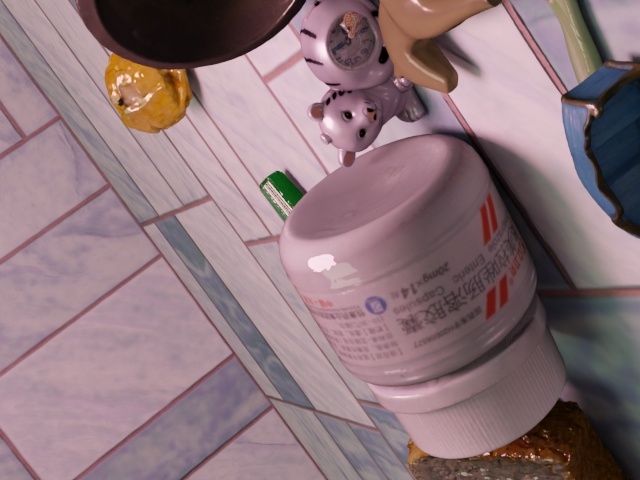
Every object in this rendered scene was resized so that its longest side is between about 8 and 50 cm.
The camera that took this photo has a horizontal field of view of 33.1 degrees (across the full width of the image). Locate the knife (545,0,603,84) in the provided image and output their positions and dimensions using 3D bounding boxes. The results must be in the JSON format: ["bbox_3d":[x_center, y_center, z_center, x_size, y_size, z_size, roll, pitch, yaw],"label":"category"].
[{"bbox_3d":[0.191,-0.198,0.868,0.043,0.020,0.293,26,148,58],"label":"knife"}]

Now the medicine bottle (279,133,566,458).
[{"bbox_3d":[0.121,0.064,1.194,0.306,0.245,0.245,59,162,-23],"label":"medicine bottle"}]

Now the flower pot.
[{"bbox_3d":[-0.146,-0.333,1.165,0.269,0.269,0.166,80,171,-57],"label":"flower pot"}]

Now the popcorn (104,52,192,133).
[{"bbox_3d":[-0.286,-0.262,1.795,0.148,0.152,0.167,14,127,7],"label":"popcorn"}]

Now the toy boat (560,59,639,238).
[{"bbox_3d":[0.259,-0.058,0.876,0.077,0.075,0.185,44,166,52],"label":"toy boat"}]

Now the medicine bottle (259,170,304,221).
[{"bbox_3d":[0.000,0.000,1.688,0.260,0.064,0.095,49,161,8],"label":"medicine bottle"}]

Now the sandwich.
[{"bbox_3d":[0.271,0.329,1.380,0.271,0.099,0.301,-13,126,40],"label":"sandwich"}]

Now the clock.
[{"bbox_3d":[0.027,-0.177,1.170,0.080,0.117,0.176,20,143,60],"label":"clock"}]

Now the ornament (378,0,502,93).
[{"bbox_3d":[0.084,-0.240,0.989,0.230,0.061,0.245,54,162,-12],"label":"ornament"}]
